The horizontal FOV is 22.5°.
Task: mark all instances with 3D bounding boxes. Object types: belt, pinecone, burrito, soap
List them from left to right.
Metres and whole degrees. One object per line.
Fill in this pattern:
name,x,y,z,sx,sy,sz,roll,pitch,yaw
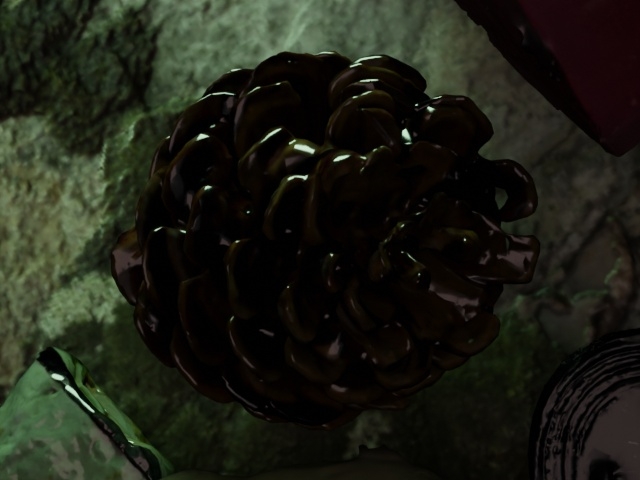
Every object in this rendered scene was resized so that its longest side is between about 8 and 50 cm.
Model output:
burrito,-0.201,0.197,1.047,0.229,0.089,0.144,-47,68,3
pinecone,0.000,0.000,0.925,0.224,0.272,0.224,0,91,-15
soap,0.134,-0.152,0.919,0.099,0.250,0.162,-41,105,7
belt,0.199,0.153,0.951,0.151,0.078,0.198,-20,87,3

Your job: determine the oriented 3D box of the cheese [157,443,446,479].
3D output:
cheese,0.010,0.264,0.934,0.326,0.115,0.318,42,115,1
